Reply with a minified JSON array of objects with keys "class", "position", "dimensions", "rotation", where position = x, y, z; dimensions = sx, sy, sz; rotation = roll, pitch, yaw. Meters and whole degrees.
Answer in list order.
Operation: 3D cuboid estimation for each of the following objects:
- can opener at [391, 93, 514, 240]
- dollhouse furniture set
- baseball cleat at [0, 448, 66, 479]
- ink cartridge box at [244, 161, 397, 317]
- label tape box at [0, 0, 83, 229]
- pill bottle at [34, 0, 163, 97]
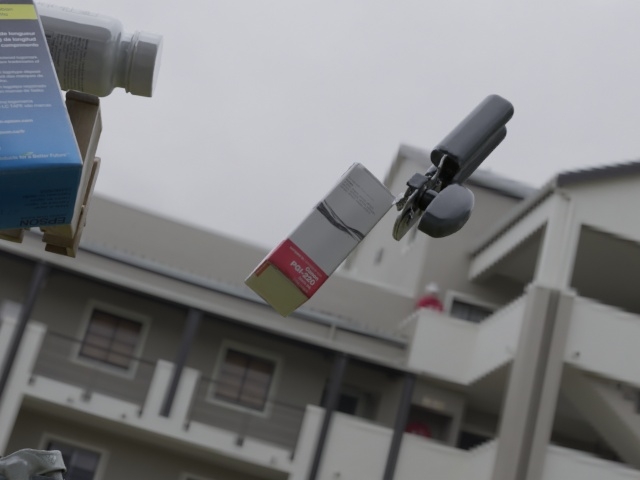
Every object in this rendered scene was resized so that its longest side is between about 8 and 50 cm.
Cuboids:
[{"class":"can opener","position":[0.172,-0.084,1.527],"dimensions":[0.093,0.280,0.074],"rotation":[29,-43,13]},{"class":"dollhouse furniture set","position":[-0.485,-0.130,1.646],"dimensions":[0.355,0.174,0.303],"rotation":[13,-17,-4]},{"class":"baseball cleat","position":[-0.286,0.291,1.340],"dimensions":[0.206,0.109,0.072],"rotation":[20,-13,15]},{"class":"ink cartridge box","position":[0.000,0.000,1.863],"dimensions":[0.092,0.218,0.158],"rotation":[42,-21,-3]},{"class":"label tape box","position":[-0.440,-0.170,1.428],"dimensions":[0.249,0.348,0.115],"rotation":[-6,-38,-24]},{"class":"pill bottle","position":[-0.368,-0.294,1.923],"dimensions":[0.229,0.131,0.131],"rotation":[10,-21,-4]}]
